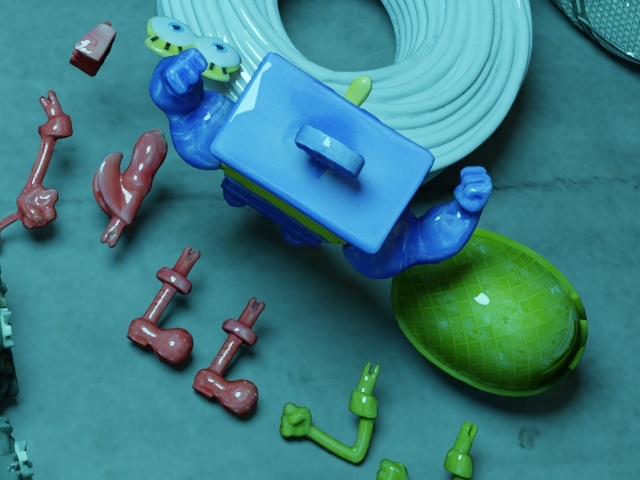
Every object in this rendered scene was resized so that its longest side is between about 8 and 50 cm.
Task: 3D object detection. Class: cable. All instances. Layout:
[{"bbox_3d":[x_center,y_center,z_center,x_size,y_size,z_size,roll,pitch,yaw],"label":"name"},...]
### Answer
[{"bbox_3d":[0.013,-0.151,1.234,0.257,0.089,0.257,20,64,-14],"label":"cable"}]

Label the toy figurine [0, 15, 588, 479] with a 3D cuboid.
[{"bbox_3d":[0.000,0.000,1.028,0.362,0.217,0.191,34,76,-4],"label":"toy figurine"}]

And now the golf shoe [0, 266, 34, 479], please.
[{"bbox_3d":[-0.211,0.119,0.980,0.120,0.105,0.273,-8,56,-12],"label":"golf shoe"}]

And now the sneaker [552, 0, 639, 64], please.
[{"bbox_3d":[0.158,-0.246,1.290,0.343,0.134,0.146,49,32,-26],"label":"sneaker"}]
